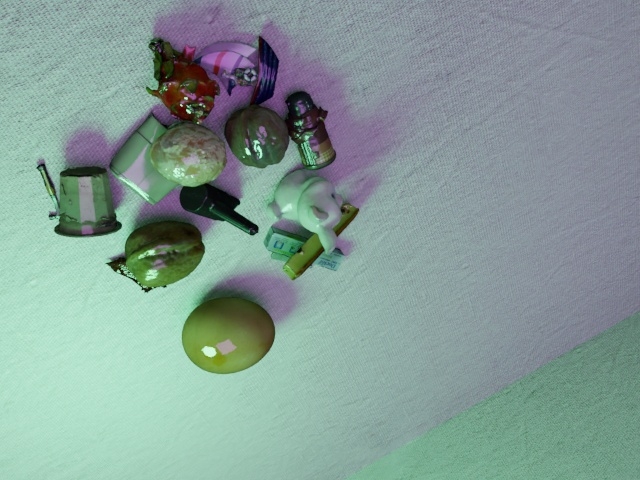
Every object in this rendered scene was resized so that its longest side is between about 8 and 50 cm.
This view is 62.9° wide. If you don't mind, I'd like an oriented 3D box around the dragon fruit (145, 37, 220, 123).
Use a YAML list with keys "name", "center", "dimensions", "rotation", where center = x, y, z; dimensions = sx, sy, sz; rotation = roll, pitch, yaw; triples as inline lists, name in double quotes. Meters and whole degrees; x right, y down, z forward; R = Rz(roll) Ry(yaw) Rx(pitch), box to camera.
- name: "dragon fruit"
  center: [-0.436, -0.488, 1.614]
  dimensions: [0.198, 0.200, 0.269]
  rotation: [-34, 123, -3]

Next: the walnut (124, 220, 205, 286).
- name: "walnut"
  center: [-0.555, 0.044, 1.868]
  dimensions: [0.283, 0.227, 0.283]
  rotation: [-22, 166, -6]

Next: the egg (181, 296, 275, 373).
- name: "egg"
  center: [-0.360, 0.376, 2.077]
  dimensions: [0.374, 0.301, 0.301]
  rotation: [6, 116, -24]

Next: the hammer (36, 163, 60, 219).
- name: "hammer"
  center: [-0.896, -0.162, 1.749]
  dimensions: [0.078, 0.021, 0.201]
  rotation: [-12, 123, -13]

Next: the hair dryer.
- name: "hair dryer"
  center: [-0.310, -0.087, 1.822]
  dimensions: [0.116, 0.302, 0.244]
  rotation: [-60, 156, 5]

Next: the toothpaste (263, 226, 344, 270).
- name: "toothpaste"
  center: [-0.064, 0.037, 2.127]
  dimensions: [0.336, 0.067, 0.081]
  rotation: [18, 110, -27]

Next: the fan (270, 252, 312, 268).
- name: "fan"
  center: [-0.118, 0.085, 2.166]
  dimensions: [0.193, 0.016, 0.038]
  rotation: [20, 114, -26]

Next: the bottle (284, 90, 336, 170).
- name: "bottle"
  center: [-0.036, -0.392, 1.845]
  dimensions: [0.156, 0.143, 0.271]
  rotation: [-24, 122, -5]

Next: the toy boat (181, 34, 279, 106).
- name: "toy boat"
  center: [-0.274, -0.585, 1.709]
  dimensions: [0.318, 0.072, 0.219]
  rotation: [31, 108, -21]

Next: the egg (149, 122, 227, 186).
- name: "egg"
  center: [-0.422, -0.273, 1.680]
  dimensions: [0.245, 0.203, 0.203]
  rotation: [-6, 121, -24]

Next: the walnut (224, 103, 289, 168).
- name: "walnut"
  center: [-0.213, -0.355, 1.772]
  dimensions: [0.224, 0.224, 0.224]
  rotation: [-9, 121, -14]

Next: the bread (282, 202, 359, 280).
- name: "bread"
  center: [0.000, 0.001, 2.027]
  dimensions: [0.077, 0.138, 0.361]
  rotation: [43, 76, 2]

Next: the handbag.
- name: "handbag"
  center: [-0.540, -0.292, 1.781]
  dimensions: [0.315, 0.109, 0.241]
  rotation: [-48, 124, -4]

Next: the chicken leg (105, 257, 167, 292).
- name: "chicken leg"
  center: [-0.683, 0.125, 1.966]
  dimensions: [0.105, 0.063, 0.234]
  rotation: [-45, 121, 4]

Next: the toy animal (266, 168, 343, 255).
- name: "toy animal"
  center: [-0.040, -0.105, 1.886]
  dimensions: [0.241, 0.367, 0.196]
  rotation: [-33, 128, -12]

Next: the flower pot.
- name: "flower pot"
  center: [-0.771, -0.129, 1.714]
  dimensions: [0.212, 0.212, 0.202]
  rotation: [-5, 113, -17]
